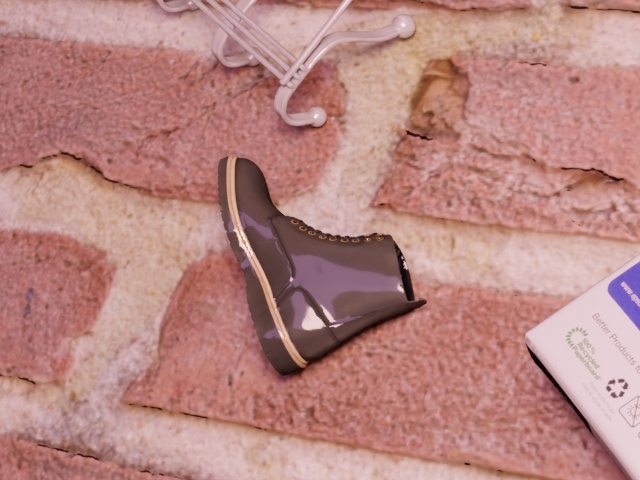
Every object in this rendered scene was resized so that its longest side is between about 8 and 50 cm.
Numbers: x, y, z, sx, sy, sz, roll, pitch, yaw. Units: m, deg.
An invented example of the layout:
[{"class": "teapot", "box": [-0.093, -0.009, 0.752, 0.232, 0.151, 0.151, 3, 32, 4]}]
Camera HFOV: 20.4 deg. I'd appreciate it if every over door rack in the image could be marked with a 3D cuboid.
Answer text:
[{"class": "over door rack", "box": [0.006, -0.290, 1.581, 0.239, 0.108, 0.324, 44, 111, 38]}]

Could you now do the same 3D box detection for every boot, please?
[{"class": "boot", "box": [0.000, 0.000, 1.477, 0.137, 0.077, 0.198, -24, 69, 11]}]

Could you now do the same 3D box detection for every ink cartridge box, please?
[{"class": "ink cartridge box", "box": [0.344, 0.033, 1.252, 0.371, 0.069, 0.176, -36, 53, 1]}]
